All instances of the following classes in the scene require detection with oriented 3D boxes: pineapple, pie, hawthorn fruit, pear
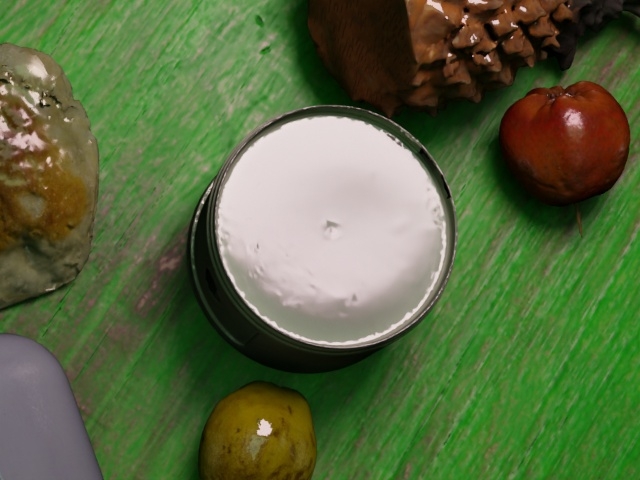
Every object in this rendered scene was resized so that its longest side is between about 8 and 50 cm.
[{"bbox_3d":[0.177,-0.239,1.810,0.357,0.223,0.223,-12,82,-29],"label":"pineapple"},{"bbox_3d":[-0.335,-0.055,1.720,0.274,0.105,0.257,7,93,-8],"label":"pie"},{"bbox_3d":[0.233,-0.091,1.836,0.125,0.140,0.125,-8,49,9],"label":"hawthorn fruit"},{"bbox_3d":[-0.057,0.190,1.721,0.107,0.107,0.131,25,68,-7],"label":"pear"}]

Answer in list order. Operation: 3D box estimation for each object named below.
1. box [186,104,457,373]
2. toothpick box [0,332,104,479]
[{"bbox_3d":[0.000,0.000,1.745,0.226,0.149,0.226,2,78,-11],"label":"box"},{"bbox_3d":[-0.286,0.229,1.609,0.263,0.263,0.355,-18,83,-15],"label":"toothpick box"}]
